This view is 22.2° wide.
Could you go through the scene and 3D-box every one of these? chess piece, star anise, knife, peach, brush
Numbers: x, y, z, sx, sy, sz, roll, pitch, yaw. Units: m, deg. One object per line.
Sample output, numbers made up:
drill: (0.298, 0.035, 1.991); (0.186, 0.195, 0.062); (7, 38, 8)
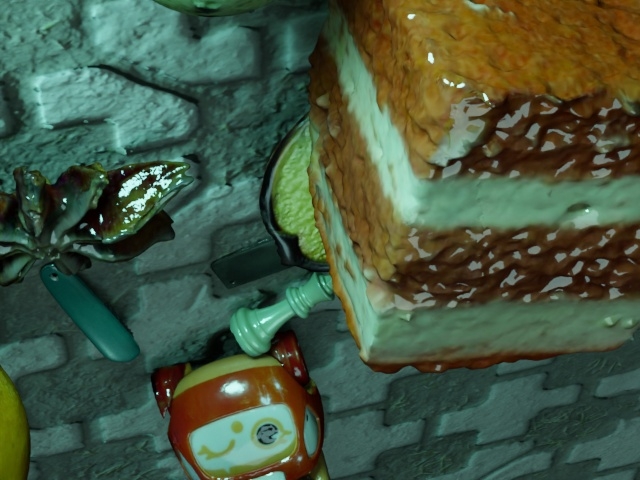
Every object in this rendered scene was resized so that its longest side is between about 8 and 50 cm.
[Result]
chess piece: (-0.029, 0.072, 1.856); (0.149, 0.059, 0.059); (-33, 147, 13)
star anise: (-0.256, -0.021, 1.537); (0.288, 0.088, 0.288); (-8, 164, -2)
knife: (0.000, 0.000, 1.779); (0.245, 0.019, 0.072); (-19, 149, 8)
peach: (0.038, -0.092, 1.592); (0.189, 0.068, 0.279); (20, 116, -40)
brush: (-0.250, 0.073, 1.768); (0.043, 0.032, 0.193); (-19, 139, 12)

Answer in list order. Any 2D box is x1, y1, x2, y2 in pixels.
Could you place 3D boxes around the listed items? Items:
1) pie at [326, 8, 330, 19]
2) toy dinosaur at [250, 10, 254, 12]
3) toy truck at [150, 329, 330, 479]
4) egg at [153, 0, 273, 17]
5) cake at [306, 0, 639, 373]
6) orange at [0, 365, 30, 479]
pie: (0.137, -0.205, 1.439); (0.274, 0.055, 0.274); (-11, 140, -10)
toy dinosaur: (-0.052, -0.220, 1.367); (0.047, 0.030, 0.083); (-24, 150, 17)
toy truck: (-0.076, 0.260, 1.954); (0.189, 0.239, 0.265); (-18, 150, 1)
egg: (-0.068, -0.264, 1.143); (0.177, 0.177, 0.228); (-1, 136, -26)
cake: (0.140, -0.079, 1.327); (0.269, 0.270, 0.319); (-2, 134, -19)
orange: (-0.444, 0.212, 1.630); (0.312, 0.312, 0.312); (-13, 150, -7)
